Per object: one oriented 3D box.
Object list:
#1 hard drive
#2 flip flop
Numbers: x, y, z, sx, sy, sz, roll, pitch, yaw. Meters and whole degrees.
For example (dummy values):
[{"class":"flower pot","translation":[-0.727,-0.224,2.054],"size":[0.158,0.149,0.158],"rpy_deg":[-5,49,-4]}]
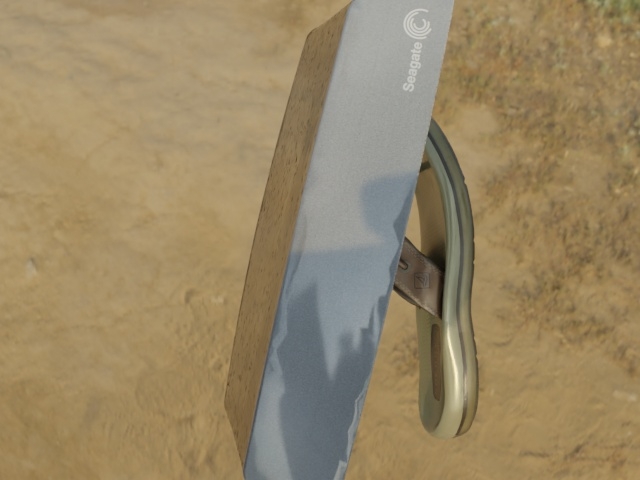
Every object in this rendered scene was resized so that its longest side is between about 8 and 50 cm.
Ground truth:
[{"class":"hard drive","translation":[0.000,0.000,0.505],"size":[0.054,0.255,0.172],"rpy_deg":[12,4,-11]},{"class":"flip flop","translation":[0.075,0.025,0.772],"size":[0.080,0.112,0.277],"rpy_deg":[-4,94,-5]}]
